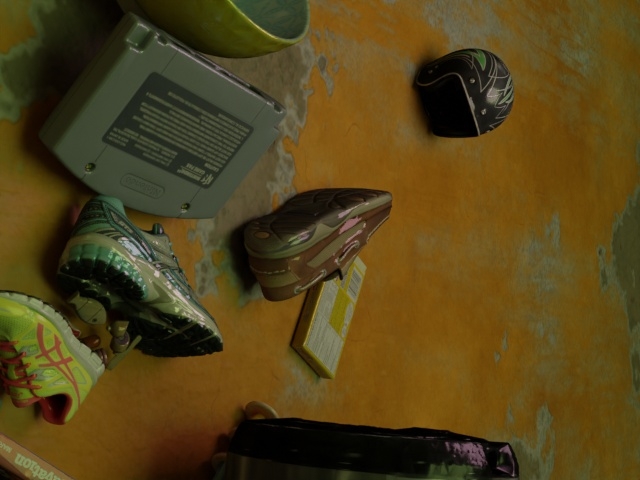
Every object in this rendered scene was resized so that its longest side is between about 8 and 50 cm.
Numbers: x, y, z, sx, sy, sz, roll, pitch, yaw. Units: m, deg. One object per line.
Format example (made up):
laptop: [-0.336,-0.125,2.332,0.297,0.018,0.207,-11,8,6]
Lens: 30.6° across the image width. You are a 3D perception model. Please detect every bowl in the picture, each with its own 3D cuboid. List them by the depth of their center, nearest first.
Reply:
bowl: [-0.156,-0.324,1.387,0.289,0.156,0.289,44,30,-34]

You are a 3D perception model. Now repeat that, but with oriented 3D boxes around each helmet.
helmet: [0.269,-0.266,2.106,0.169,0.162,0.169,5,85,-58]

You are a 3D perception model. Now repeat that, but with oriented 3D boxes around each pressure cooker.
pressure cooker: [0.045,0.432,1.408,0.375,0.370,0.420,22,71,-67]

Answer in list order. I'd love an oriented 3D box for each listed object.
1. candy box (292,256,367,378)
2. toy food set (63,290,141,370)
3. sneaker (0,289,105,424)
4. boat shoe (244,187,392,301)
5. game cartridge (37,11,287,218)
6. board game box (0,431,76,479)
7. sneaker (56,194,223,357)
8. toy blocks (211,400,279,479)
candy box: [0.016,0.099,1.803,0.105,0.027,0.206,50,48,-42]
toy food set: [-0.258,0.112,1.328,0.078,0.019,0.122,-47,137,5]
sneaker: [-0.304,0.125,1.225,0.208,0.081,0.094,52,48,-45]
boat shoe: [0.000,0.000,1.710,0.324,0.123,0.116,-25,117,-50]
game cartridge: [-0.181,-0.127,1.363,0.198,0.062,0.297,-48,148,11]
board game box: [-0.331,0.168,1.045,0.281,0.145,0.027,42,63,-29]
sneaker: [-0.194,0.046,1.389,0.283,0.110,0.122,51,36,-50]
toy blocks: [-0.097,0.311,1.581,0.148,0.054,0.123,-56,134,-44]
